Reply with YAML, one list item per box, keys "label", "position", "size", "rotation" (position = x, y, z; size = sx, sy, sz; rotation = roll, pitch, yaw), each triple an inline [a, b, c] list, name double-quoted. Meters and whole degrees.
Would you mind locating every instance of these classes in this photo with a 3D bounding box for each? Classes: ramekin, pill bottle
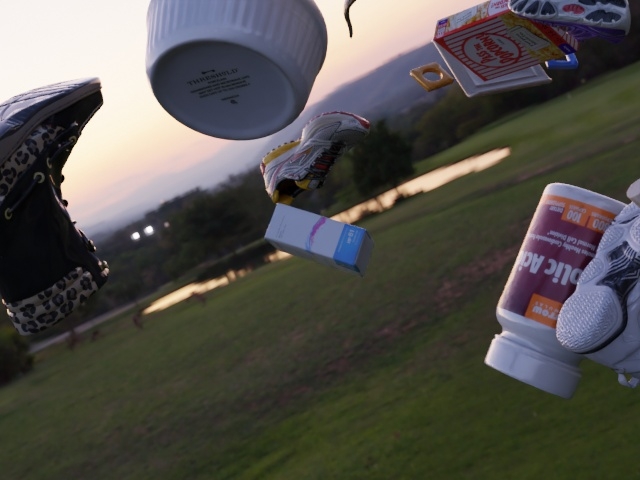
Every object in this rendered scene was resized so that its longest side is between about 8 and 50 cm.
- label: "ramekin"
  position: [-0.127, -0.257, 1.331]
  size: [0.272, 0.273, 0.127]
  rotation: [-20, 48, 37]
- label: "pill bottle"
  position: [0.489, 0.102, 1.873]
  size: [0.224, 0.224, 0.392]
  rotation: [-162, 93, -81]

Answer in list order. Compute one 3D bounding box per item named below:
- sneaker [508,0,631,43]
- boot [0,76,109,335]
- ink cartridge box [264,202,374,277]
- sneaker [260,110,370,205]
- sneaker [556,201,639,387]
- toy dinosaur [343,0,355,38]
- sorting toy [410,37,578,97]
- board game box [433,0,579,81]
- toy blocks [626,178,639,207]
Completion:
- label: "sneaker"
  position: [0.333, -0.299, 1.257]
  size: [0.169, 0.071, 0.068]
  rotation: [24, 69, 29]
- label: "boot"
  position: [-0.410, -0.065, 1.404]
  size: [0.138, 0.284, 0.377]
  rotation: [-8, 28, 22]
- label: "ink cartridge box"
  position: [0.000, 0.000, 1.189]
  size: [0.122, 0.052, 0.088]
  rotation: [16, -9, 13]
- label: "sneaker"
  position: [-0.002, -0.129, 1.503]
  size: [0.088, 0.093, 0.225]
  rotation: [18, -39, -40]
- label: "sneaker"
  position: [0.598, 0.089, 1.701]
  size: [0.366, 0.210, 0.137]
  rotation: [-55, 23, -8]
- label: "toy dinosaur"
  position: [0.076, -0.489, 1.681]
  size: [0.064, 0.118, 0.268]
  rotation: [4, -20, -12]
- label: "sorting toy"
  position: [0.334, -0.347, 1.843]
  size: [0.347, 0.196, 0.047]
  rotation: [-13, -39, -16]
- label: "board game box"
  position: [0.310, -0.343, 1.553]
  size: [0.193, 0.146, 0.045]
  rotation: [-11, 59, 48]
- label: "toy blocks"
  position: [0.721, -0.122, 1.494]
  size: [0.309, 0.260, 0.288]
  rotation: [-59, 17, -20]
